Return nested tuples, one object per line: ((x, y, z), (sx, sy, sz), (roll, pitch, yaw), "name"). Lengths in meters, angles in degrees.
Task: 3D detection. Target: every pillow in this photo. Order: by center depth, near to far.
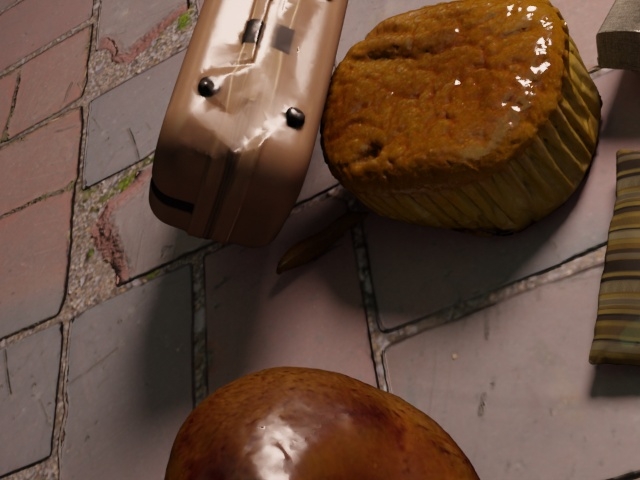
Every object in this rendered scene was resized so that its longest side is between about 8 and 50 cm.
((0.285, 0.011, 0.694), (0.113, 0.038, 0.203), (1, 61, 31), "pillow")

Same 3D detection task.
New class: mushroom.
((0.004, 0.221, 0.644), (0.254, 0.267, 0.267), (-32, 34, 62), "mushroom")

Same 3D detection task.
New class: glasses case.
((0.325, -0.239, 0.804), (0.070, 0.047, 0.205), (13, 54, 34), "glasses case")

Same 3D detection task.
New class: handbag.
((-0.081, -0.135, 0.917), (0.149, 0.283, 0.302), (14, 63, -7), "handbag")

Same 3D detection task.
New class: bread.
((0.129, -0.124, 0.826), (0.253, 0.142, 0.227), (9, 72, 36), "bread")

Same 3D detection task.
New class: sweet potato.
((0.000, 0.000, 0.906), (0.115, 0.026, 0.026), (-35, 46, 2), "sweet potato")
